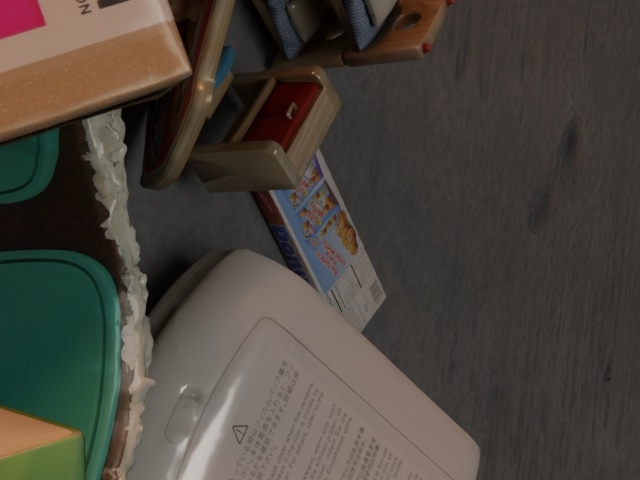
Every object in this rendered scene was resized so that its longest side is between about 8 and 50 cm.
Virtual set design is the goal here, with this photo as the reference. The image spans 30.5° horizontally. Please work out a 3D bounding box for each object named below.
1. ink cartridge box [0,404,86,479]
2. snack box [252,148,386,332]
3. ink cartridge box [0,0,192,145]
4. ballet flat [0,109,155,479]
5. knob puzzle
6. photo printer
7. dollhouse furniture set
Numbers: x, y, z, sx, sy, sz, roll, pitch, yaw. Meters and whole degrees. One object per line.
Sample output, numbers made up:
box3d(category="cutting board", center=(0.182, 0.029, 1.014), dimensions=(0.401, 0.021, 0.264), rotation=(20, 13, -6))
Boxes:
box3d(category="ink cartridge box", center=(-0.210, 0.213, 0.545), dimensions=(0.117, 0.201, 0.278), rotation=(-10, 103, -49))
box3d(category="snack box", center=(0.000, 0.000, 0.914), dimensions=(0.064, 0.022, 0.178), rotation=(-50, 131, -33))
box3d(category="ink cartridge box", center=(-0.187, -0.148, 0.515), dimensions=(0.193, 0.088, 0.234), rotation=(-22, 98, -15))
box3d(category="ballet flat", center=(-0.147, -0.012, 0.653), dimensions=(0.147, 0.147, 0.408), rotation=(-6, 98, -50))
box3d(category="knob puzzle", center=(-0.089, -0.118, 0.697), dimensions=(0.030, 0.213, 0.213), rotation=(10, 87, -18))
box3d(category="photo printer", center=(-0.033, 0.173, 0.811), dimensions=(0.307, 0.107, 0.256), rotation=(44, 59, -36))
box3d(category="dollhouse furniture set", center=(-0.016, -0.143, 0.772), dimensions=(0.129, 0.129, 0.183), rotation=(57, 45, -38))
